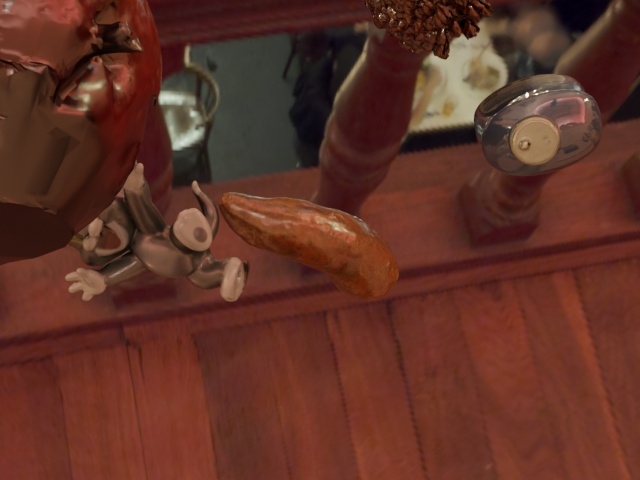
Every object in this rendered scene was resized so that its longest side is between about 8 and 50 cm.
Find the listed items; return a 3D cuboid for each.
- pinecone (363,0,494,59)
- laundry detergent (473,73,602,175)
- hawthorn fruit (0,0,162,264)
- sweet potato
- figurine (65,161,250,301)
[{"bbox_3d":[0.160,-0.371,1.685,0.221,0.221,0.221,2,71,-7],"label":"pinecone"},{"bbox_3d":[0.166,-0.090,0.937,0.097,0.206,0.061,-8,100,10],"label":"laundry detergent"},{"bbox_3d":[-0.268,-0.121,0.898,0.316,0.316,0.316,2,71,-7],"label":"hawthorn fruit"},{"bbox_3d":[0.000,-0.001,1.480,0.292,0.097,0.097,29,63,-41],"label":"sweet potato"},{"bbox_3d":[-0.199,-0.032,1.343,0.265,0.193,0.140,15,38,-3],"label":"figurine"}]
